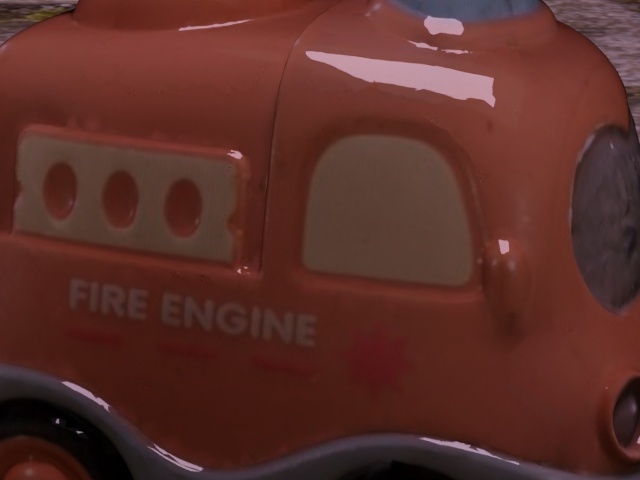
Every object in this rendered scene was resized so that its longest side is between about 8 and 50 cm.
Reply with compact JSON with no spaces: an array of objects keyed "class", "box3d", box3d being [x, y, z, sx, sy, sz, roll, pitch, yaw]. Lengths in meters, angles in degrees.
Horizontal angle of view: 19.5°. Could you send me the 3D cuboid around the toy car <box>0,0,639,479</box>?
[{"class":"toy car","box3d":[0.000,0.000,0.640,0.270,0.212,0.180,8,19,17]}]
